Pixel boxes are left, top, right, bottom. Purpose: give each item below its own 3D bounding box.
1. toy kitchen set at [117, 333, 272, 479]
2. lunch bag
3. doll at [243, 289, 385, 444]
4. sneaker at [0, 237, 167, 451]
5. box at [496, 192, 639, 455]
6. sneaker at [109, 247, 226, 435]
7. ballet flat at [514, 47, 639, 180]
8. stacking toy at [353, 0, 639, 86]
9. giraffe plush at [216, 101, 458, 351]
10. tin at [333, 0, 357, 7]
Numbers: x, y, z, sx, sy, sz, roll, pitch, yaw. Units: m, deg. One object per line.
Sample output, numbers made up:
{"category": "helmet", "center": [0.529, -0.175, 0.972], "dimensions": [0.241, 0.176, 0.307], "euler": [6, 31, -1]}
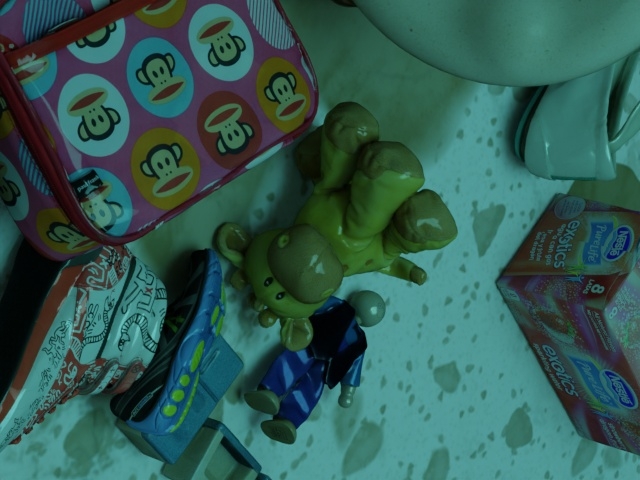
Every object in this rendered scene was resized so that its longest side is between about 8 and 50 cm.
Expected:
{"category": "toy kitchen set", "center": [-0.048, 0.197, 1.734], "dimensions": [0.122, 0.166, 0.207], "euler": [-56, 135, -20]}
{"category": "lunch bag", "center": [-0.159, -0.148, 1.528], "dimensions": [0.293, 0.120, 0.258], "euler": [-35, 102, -40]}
{"category": "doll", "center": [0.003, 0.116, 1.858], "dimensions": [0.189, 0.046, 0.129], "euler": [-49, 123, -35]}
{"category": "sneaker", "center": [-0.224, 0.116, 1.576], "dimensions": [0.145, 0.090, 0.270], "euler": [42, 67, -43]}
{"category": "box", "center": [0.342, 0.105, 2.148], "dimensions": [0.142, 0.154, 0.300], "euler": [-53, 135, -23]}
{"category": "sneaker", "center": [-0.134, 0.082, 1.679], "dimensions": [0.067, 0.078, 0.188], "euler": [78, 29, -57]}
{"category": "ballet flat", "center": [0.345, -0.235, 2.062], "dimensions": [0.139, 0.139, 0.400], "euler": [37, 73, -46]}
{"category": "stacking toy", "center": [0.221, -0.374, 1.772], "dimensions": [0.480, 0.350, 0.351], "euler": [-51, 139, -59]}
{"category": "giraffe plush", "center": [0.000, 0.000, 1.763], "dimensions": [0.170, 0.181, 0.210], "euler": [-36, 161, -23]}
{"category": "tin", "center": [0.064, -0.306, 1.811], "dimensions": [0.106, 0.040, 0.190], "euler": [49, 65, -39]}
